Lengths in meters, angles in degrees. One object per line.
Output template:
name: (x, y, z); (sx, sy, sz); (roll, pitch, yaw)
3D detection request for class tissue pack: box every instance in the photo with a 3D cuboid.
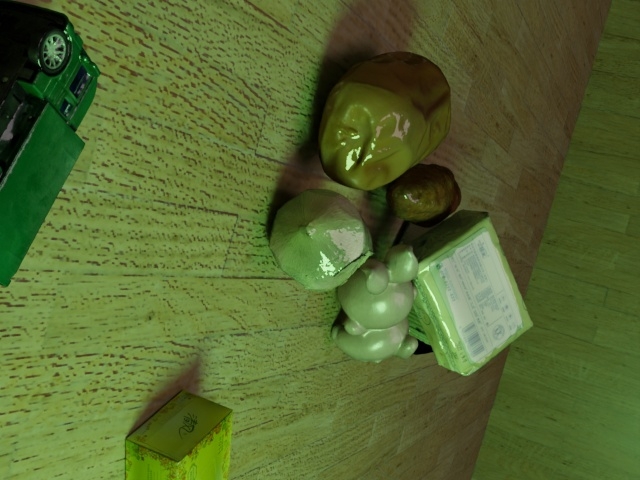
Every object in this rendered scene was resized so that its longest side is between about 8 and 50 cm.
tissue pack: (0.205, 0.072, 1.270); (0.148, 0.092, 0.196); (-32, 110, -21)
tissue pack: (-0.136, 0.247, 0.849); (0.095, 0.062, 0.176); (-38, 139, -57)

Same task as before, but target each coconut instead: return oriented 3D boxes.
coconut: (0.000, 0.000, 0.934); (0.124, 0.110, 0.110); (25, 83, -73)

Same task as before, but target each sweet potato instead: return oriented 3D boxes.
sweet potato: (0.148, -0.065, 1.283); (0.252, 0.097, 0.097); (-17, 122, -68)

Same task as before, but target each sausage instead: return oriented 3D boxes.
sausage: (0.078, -0.142, 1.010); (0.241, 0.120, 0.136); (-32, 146, -61)

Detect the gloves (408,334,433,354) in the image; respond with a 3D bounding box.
gloves: (0.179, 0.084, 1.449); (0.111, 0.127, 0.212); (29, 41, -30)

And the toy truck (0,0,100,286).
toy truck: (-0.183, -0.058, 0.496); (0.079, 0.065, 0.147); (59, 51, -66)

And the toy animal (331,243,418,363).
toy animal: (0.078, 0.065, 1.173); (0.124, 0.124, 0.212); (-54, 157, -41)

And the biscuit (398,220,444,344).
biscuit: (0.163, 0.054, 1.373); (0.199, 0.121, 0.040); (-60, 174, -29)
